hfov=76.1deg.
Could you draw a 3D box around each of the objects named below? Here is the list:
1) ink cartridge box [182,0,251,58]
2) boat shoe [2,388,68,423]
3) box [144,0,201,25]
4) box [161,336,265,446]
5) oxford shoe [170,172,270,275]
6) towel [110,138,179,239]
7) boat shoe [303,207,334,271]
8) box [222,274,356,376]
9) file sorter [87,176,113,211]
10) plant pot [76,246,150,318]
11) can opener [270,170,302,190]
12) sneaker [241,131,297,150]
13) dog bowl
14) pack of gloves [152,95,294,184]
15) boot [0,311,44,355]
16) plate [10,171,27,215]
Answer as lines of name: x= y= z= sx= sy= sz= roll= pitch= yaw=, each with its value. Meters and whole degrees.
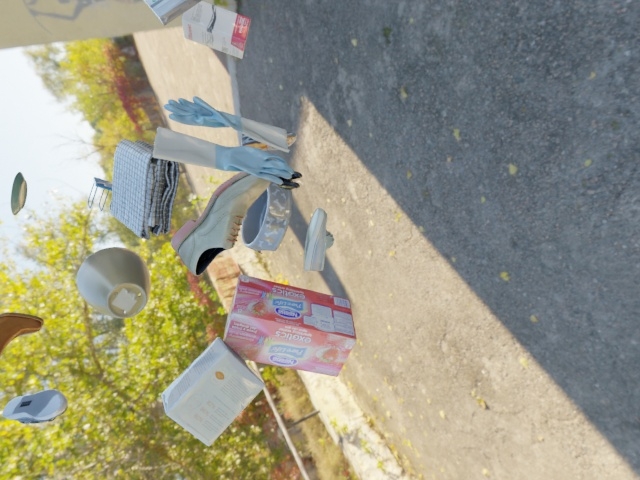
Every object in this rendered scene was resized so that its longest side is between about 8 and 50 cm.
ink cartridge box: x=-0.405 y=-0.827 z=1.599 sx=0.172 sy=0.237 sz=0.100 roll=-171 pitch=95 yaw=-75
boat shoe: x=-0.765 y=0.468 z=1.121 sx=0.080 sy=0.228 sz=0.076 roll=-85 pitch=-26 yaw=-46
box: x=-0.484 y=-0.779 z=1.276 sx=0.186 sy=0.145 sz=0.038 roll=51 pitch=174 yaw=14
box: x=-0.232 y=0.324 z=0.891 sx=0.130 sy=0.170 sz=0.091 roll=52 pitch=163 yaw=-23
oxford shoe: x=-0.270 y=-0.055 z=1.215 sx=0.146 sy=0.397 sz=0.140 roll=54 pitch=-160 yaw=20
towel: x=-0.570 y=-0.170 z=1.338 sx=0.235 sy=0.121 sz=0.283 roll=27 pitch=113 yaw=35
boat shoe: x=0.000 y=0.001 z=1.277 sx=0.079 sy=0.081 sz=0.227 roll=-105 pitch=23 yaw=-54
box: x=-0.078 y=0.213 z=1.015 sx=0.154 sy=0.300 sz=0.142 roll=-98 pitch=25 yaw=-58
file sorter: x=-0.789 y=-0.158 z=1.571 sx=0.118 sy=0.170 sz=0.104 roll=32 pitch=102 yaw=52
plant pot: x=-0.731 y=0.178 z=1.491 sx=0.274 sy=0.256 sz=0.256 roll=21 pitch=128 yaw=53
can opener: x=-0.086 y=-0.155 z=1.057 sx=0.186 sy=0.073 sz=0.059 roll=-146 pitch=63 yaw=-64
sneaker: x=-0.195 y=-0.384 z=1.531 sx=0.084 sy=0.215 sz=0.083 roll=113 pitch=147 yaw=-79
dog bowl: x=-0.249 y=-0.109 z=1.815 sx=0.349 sy=0.102 sz=0.348 roll=-32 pitch=52 yaw=52
pack of gloves: x=-0.152 y=-0.185 z=0.700 sx=0.195 sy=0.232 sz=0.046 roll=-105 pitch=33 yaw=-45
boot: x=-0.948 y=0.327 z=1.174 sx=0.109 sy=0.283 sz=0.220 roll=-42 pitch=62 yaw=27
plate: x=-1.277 y=-0.197 z=1.740 sx=0.188 sy=0.024 sz=0.188 roll=-174 pitch=90 yaw=-66
